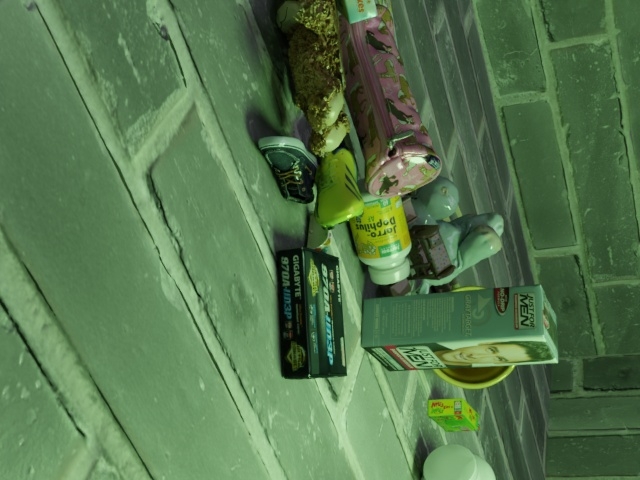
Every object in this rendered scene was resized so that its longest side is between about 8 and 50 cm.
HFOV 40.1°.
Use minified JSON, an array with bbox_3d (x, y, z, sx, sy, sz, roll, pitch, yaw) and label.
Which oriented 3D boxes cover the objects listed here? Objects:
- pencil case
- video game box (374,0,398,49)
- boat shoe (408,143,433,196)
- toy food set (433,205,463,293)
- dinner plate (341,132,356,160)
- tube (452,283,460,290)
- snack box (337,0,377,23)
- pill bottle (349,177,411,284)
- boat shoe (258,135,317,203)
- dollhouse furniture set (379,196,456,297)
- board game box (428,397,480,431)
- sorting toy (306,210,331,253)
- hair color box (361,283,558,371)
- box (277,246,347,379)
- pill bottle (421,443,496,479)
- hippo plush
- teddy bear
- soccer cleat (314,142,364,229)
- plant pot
[{"bbox_3d":[0.116,-0.279,1.735,0.160,0.167,0.386,0,63,-30],"label":"pencil case"},{"bbox_3d":[0.132,-0.527,2.099,0.187,0.048,0.205,-31,113,-69],"label":"video game box"},{"bbox_3d":[0.279,-0.137,2.279,0.095,0.095,0.258,-55,134,-59],"label":"boat shoe"},{"bbox_3d":[0.372,0.042,2.463,0.220,0.092,0.306,61,30,-44],"label":"toy food set"},{"bbox_3d":[0.054,-0.191,1.772,0.141,0.017,0.141,-15,90,-89],"label":"dinner plate"},{"bbox_3d":[0.398,0.211,2.537,0.070,0.062,0.240,124,-23,-47],"label":"tube"},{"bbox_3d":[0.035,-0.538,1.680,0.322,0.060,0.187,-107,180,-65],"label":"snack box"},{"bbox_3d":[0.124,-0.020,1.828,0.117,0.117,0.209,-54,133,-60],"label":"pill bottle"},{"bbox_3d":[-0.050,-0.118,1.494,0.183,0.065,0.083,25,61,-66],"label":"boat shoe"},{"bbox_3d":[0.191,0.019,1.943,0.161,0.101,0.182,-32,108,-29],"label":"dollhouse furniture set"},{"bbox_3d":[0.348,0.455,2.279,0.181,0.092,0.043,47,40,-56],"label":"board game box"},{"bbox_3d":[0.000,0.000,1.631,0.075,0.044,0.083,84,10,-61],"label":"sorting toy"},{"bbox_3d":[0.292,0.189,1.837,0.185,0.374,0.114,46,42,-56],"label":"hair color box"},{"bbox_3d":[-0.013,0.130,1.529,0.175,0.051,0.220,19,65,-66],"label":"box"},{"bbox_3d":[0.348,0.630,2.106,0.182,0.181,0.323,-74,149,-44],"label":"pill bottle"},{"bbox_3d":[0.274,-0.031,2.143,0.236,0.294,0.234,49,11,-12],"label":"hippo plush"},{"bbox_3d":[-0.016,-0.313,1.544,0.245,0.113,0.338,55,28,-81],"label":"teddy bear"},{"bbox_3d":[0.022,-0.108,1.585,0.289,0.093,0.121,-87,158,-69],"label":"soccer cleat"},{"bbox_3d":[0.384,0.247,2.264,0.239,0.253,0.254,39,46,-82],"label":"plant pot"}]
